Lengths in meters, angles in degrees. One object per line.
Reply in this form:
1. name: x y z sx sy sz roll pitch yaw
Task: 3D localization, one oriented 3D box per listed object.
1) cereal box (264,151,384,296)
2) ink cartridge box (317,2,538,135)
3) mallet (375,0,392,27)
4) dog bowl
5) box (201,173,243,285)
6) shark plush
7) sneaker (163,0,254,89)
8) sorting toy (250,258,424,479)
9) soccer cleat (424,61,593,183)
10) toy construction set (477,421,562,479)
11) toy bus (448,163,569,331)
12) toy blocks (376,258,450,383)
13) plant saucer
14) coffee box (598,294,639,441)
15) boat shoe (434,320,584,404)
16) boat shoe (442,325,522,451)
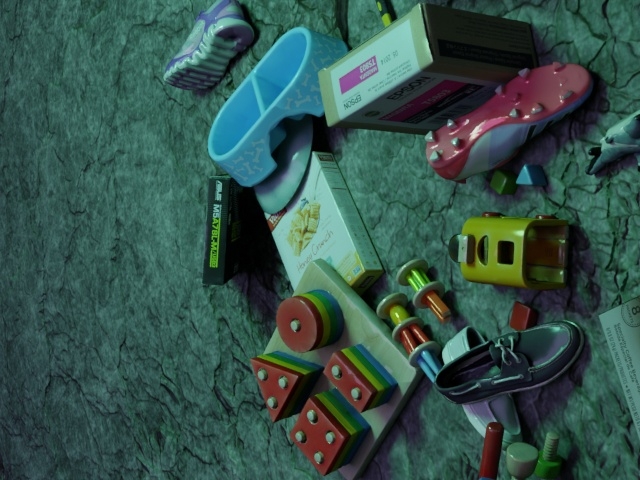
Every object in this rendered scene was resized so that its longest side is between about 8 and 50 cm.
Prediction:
1. cereal box: 0.000 0.000 1.892 0.173 0.047 0.240 -50 52 39
2. ink cartridge box: 0.142 -0.223 1.576 0.235 0.193 0.088 -25 70 52
3. mallet: 0.106 -0.338 1.762 0.062 0.039 0.189 -37 57 49
4. dog bowl: -0.076 -0.221 1.894 0.297 0.074 0.166 -47 35 24
5. box: -0.168 -0.023 2.038 0.190 0.045 0.184 -47 -41 -85
6. shark plush: 0.369 -0.109 1.389 0.067 0.073 0.161 53 133 -2
7. sneaker: -0.208 -0.366 2.149 0.236 0.095 0.104 -36 55 43
8. sorting toy: 0.001 0.208 1.808 0.255 0.089 0.257 46 128 27
9. soccer cleat: 0.252 -0.151 1.527 0.248 0.095 0.083 -29 52 27
10. toy construction set: 0.263 0.404 1.425 0.309 0.257 0.237 -114 25 -60
11. toy bus: 0.229 0.012 1.533 0.202 0.104 0.191 -57 47 36
12. toy blocks: 0.152 0.119 1.681 0.148 0.054 0.123 57 133 37
13. plant saucer: -0.075 -0.142 1.957 0.195 0.037 0.195 -41 41 49
14. coffee box: 0.434 0.185 1.241 0.168 0.119 0.297 -35 63 49
15. boat shoe: 0.240 0.158 1.506 0.206 0.065 0.075 -28 60 26
16. boat shoe: 0.228 0.196 1.578 0.063 0.066 0.184 -59 37 37
